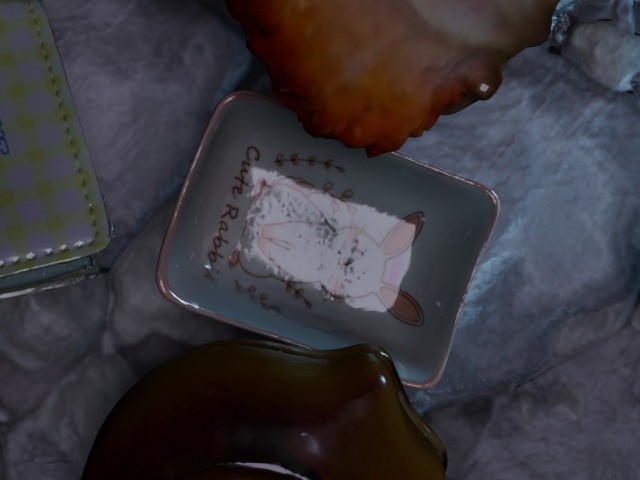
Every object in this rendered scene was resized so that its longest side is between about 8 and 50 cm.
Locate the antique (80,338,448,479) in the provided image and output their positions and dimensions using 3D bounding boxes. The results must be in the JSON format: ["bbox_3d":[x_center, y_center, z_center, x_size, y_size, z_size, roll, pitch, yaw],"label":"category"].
[{"bbox_3d":[-0.055,0.178,0.903,0.278,0.129,0.223,-23,106,8],"label":"antique"}]

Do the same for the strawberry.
[{"bbox_3d":[0.026,-0.209,0.862,0.336,0.149,0.265,23,107,-50],"label":"strawberry"}]

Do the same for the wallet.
[{"bbox_3d":[-0.300,-0.044,0.841,0.309,0.077,0.223,-11,70,-19],"label":"wallet"}]

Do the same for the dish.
[{"bbox_3d":[0.000,0.000,0.961,0.212,0.077,0.151,21,86,-13],"label":"dish"}]
